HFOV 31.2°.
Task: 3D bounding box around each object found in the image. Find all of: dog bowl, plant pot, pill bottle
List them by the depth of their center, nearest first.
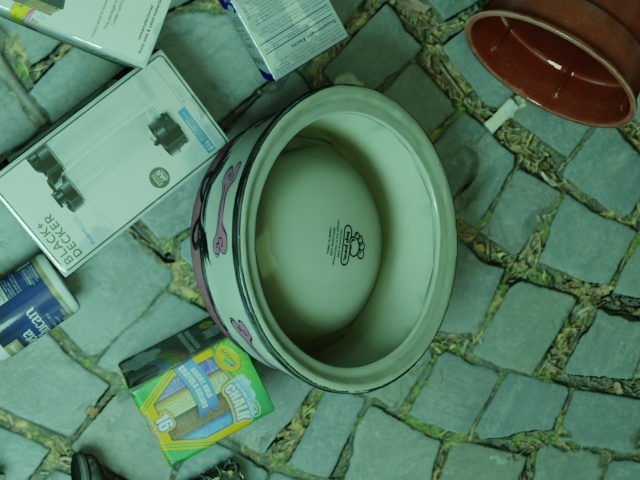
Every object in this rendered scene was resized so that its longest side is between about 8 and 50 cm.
[{"bbox_3d":[-0.415,0.101,1.528,0.169,0.094,0.094,-35,108,-9],"label":"pill bottle"},{"bbox_3d":[0.000,0.000,1.548,0.408,0.150,0.408,2,87,-43],"label":"dog bowl"},{"bbox_3d":[0.388,-0.346,1.638,0.272,0.272,0.265,36,79,-20],"label":"plant pot"}]

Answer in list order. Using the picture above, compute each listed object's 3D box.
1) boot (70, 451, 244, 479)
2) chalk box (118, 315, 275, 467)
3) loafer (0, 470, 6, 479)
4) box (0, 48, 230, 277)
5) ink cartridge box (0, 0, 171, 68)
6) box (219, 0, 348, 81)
[{"bbox_3d":[-0.221,0.375,1.655,0.229,0.091,0.263,-26,110,-18],"label":"boot"},{"bbox_3d":[-0.155,0.195,1.610,0.213,0.132,0.132,-27,106,-11],"label":"chalk box"},{"bbox_3d":[-0.554,0.251,1.508,0.111,0.112,0.319,-46,117,-11],"label":"loafer"},{"bbox_3d":[-0.284,-0.106,1.538,0.290,0.087,0.169,-38,108,-8],"label":"box"},{"bbox_3d":[-0.341,-0.319,1.421,0.278,0.201,0.117,21,92,-20],"label":"ink cartridge box"},{"bbox_3d":[-0.052,-0.310,1.586,0.126,0.072,0.137,-33,107,-10],"label":"box"}]
